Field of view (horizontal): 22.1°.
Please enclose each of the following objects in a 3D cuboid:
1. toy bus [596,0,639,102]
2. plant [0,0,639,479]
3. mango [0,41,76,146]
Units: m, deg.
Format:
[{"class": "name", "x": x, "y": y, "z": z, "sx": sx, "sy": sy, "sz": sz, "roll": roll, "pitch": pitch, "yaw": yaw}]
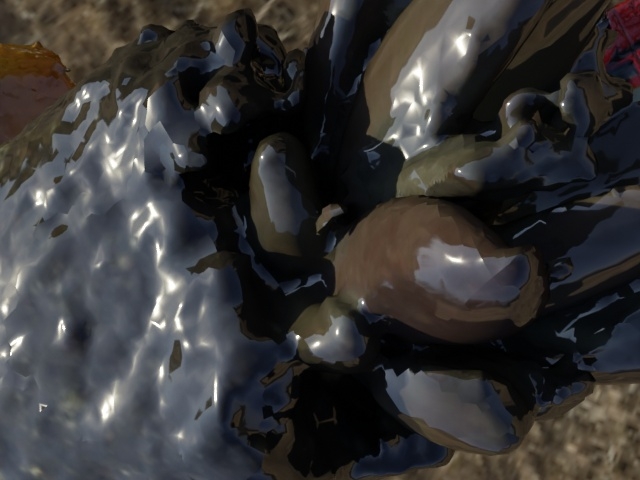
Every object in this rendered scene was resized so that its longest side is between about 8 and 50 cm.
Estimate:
[{"class": "toy bus", "x": 0.220, "y": -0.116, "z": 1.001, "sx": 0.195, "sy": 0.081, "sz": 0.089, "roll": -25, "pitch": 73, "yaw": -3}, {"class": "plant", "x": 0.000, "y": 0.000, "z": 0.561, "sx": 0.320, "sy": 0.194, "sz": 0.181, "roll": -26, "pitch": 81, "yaw": 28}, {"class": "mango", "x": -0.233, "y": -0.010, "z": 1.418, "sx": 0.199, "sy": 0.201, "sz": 0.350, "roll": -11, "pitch": 101, "yaw": 41}]
